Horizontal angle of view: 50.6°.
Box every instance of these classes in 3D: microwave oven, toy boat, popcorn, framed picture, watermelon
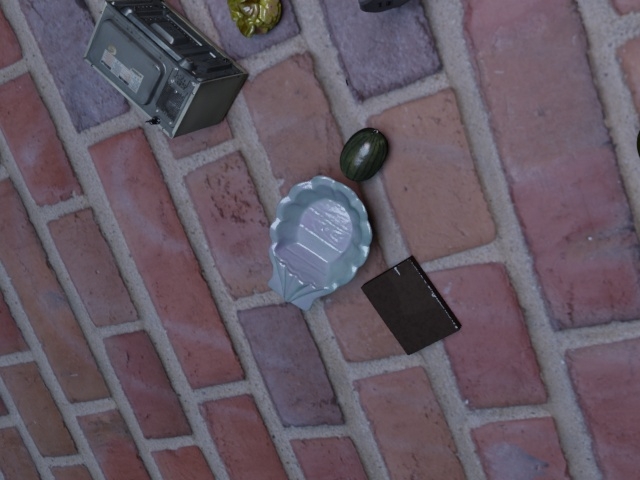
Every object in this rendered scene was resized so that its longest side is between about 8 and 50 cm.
[{"bbox_3d":[-0.294,-0.332,1.278,0.240,0.194,0.145,42,120,8],"label":"microwave oven"},{"bbox_3d":[0.000,0.000,1.317,0.199,0.100,0.290,36,119,10],"label":"toy boat"},{"bbox_3d":[-0.119,-0.424,1.222,0.097,0.089,0.109,25,115,2],"label":"popcorn"},{"bbox_3d":[0.176,0.129,1.327,0.128,0.023,0.168,-34,93,31],"label":"framed picture"},{"bbox_3d":[0.080,-0.158,1.232,0.078,0.078,0.110,40,120,7],"label":"watermelon"}]

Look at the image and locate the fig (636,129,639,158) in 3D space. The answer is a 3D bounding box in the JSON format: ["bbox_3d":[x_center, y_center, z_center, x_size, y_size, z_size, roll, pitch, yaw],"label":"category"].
[{"bbox_3d":[0.543,-0.122,1.003,0.123,0.123,0.156,-14,115,29],"label":"fig"}]

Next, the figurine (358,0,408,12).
[{"bbox_3d":[0.079,-0.552,1.019,0.166,0.207,0.386,-7,97,8],"label":"figurine"}]
